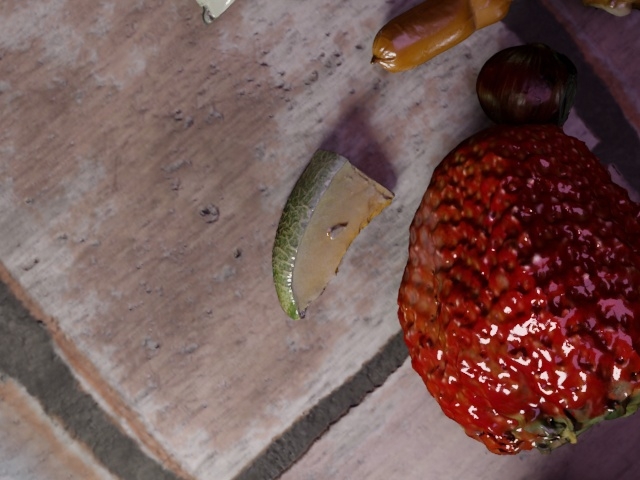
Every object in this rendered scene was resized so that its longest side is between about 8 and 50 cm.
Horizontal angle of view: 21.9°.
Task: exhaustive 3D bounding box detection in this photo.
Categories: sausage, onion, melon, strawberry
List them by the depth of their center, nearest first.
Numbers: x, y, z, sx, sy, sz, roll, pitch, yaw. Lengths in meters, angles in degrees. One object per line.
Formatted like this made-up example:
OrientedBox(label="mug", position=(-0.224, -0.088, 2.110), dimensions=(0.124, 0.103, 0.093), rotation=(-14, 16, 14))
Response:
OrientedBox(label="strawberry", position=(0.226, 0.048, 1.776), dimensions=(0.312, 0.267, 0.351), rotation=(-20, 90, 13))
OrientedBox(label="onion", position=(0.227, -0.165, 1.844), dimensions=(0.118, 0.117, 0.118), rotation=(-1, 88, 12))
OrientedBox(label="melon", position=(-0.004, -0.006, 1.848), dimensions=(0.098, 0.054, 0.182), rotation=(38, 86, -25))
OrientedBox(label="sausage", position=(0.132, -0.242, 1.853), dimensions=(0.183, 0.054, 0.062), rotation=(-30, 129, -10))

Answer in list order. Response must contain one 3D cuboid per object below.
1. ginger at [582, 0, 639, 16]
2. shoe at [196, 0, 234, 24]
OrientedBox(label="ginger", position=(0.449, -0.307, 1.848), dimensions=(0.418, 0.176, 0.254), rotation=(-9, 87, -16))
OrientedBox(label="shoe", position=(-0.140, -0.335, 1.759), dimensions=(0.342, 0.132, 0.210), rotation=(-5, 91, -14))
